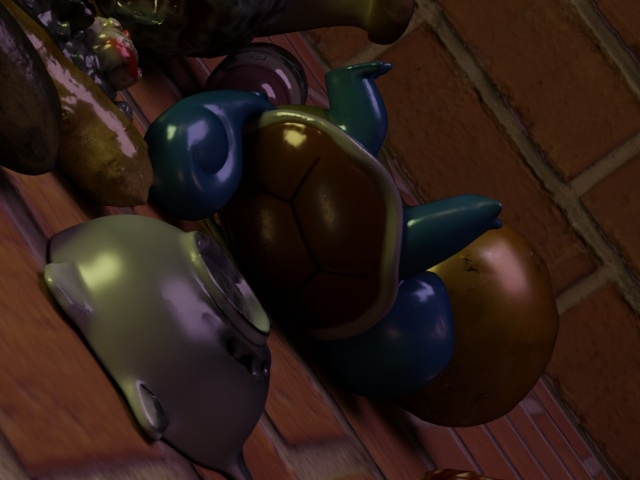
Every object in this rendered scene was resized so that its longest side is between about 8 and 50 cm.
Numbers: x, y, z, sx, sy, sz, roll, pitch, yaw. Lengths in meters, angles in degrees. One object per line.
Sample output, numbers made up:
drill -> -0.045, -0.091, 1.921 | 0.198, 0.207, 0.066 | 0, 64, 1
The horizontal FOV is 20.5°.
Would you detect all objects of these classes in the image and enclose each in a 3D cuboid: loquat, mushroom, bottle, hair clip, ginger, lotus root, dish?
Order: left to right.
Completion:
lotus root -> -0.232, -0.119, 1.185 | 0.179, 0.080, 0.089 | 51, 9, -28
hair clip -> -0.246, -0.214, 1.449 | 0.321, 0.091, 0.138 | 48, 8, -43
ginger -> -0.225, -0.133, 1.332 | 0.299, 0.065, 0.118 | 50, -4, -34
dish -> -0.087, 0.063, 1.240 | 0.228, 0.086, 0.236 | 56, 9, 10
bottle -> -0.079, -0.167, 2.077 | 0.120, 0.120, 0.253 | 53, 8, -6
mushroom -> -0.058, -0.305, 2.165 | 0.128, 0.350, 0.128 | 6, 90, -79
loquat -> 0.143, 0.085, 1.923 | 0.235, 0.235, 0.235 | 52, 9, -11

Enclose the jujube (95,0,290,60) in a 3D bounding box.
jujube -> -0.140, -0.301, 1.947 | 0.226, 0.226, 0.317 | 53, 14, -4

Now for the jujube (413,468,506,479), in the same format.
jujube -> 0.139, 0.275, 1.465 | 0.168, 0.168, 0.236 | 49, -7, -30

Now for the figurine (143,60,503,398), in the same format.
figurine -> 0.005, -0.036, 1.704 | 0.416, 0.298, 0.243 | 45, 46, -34
